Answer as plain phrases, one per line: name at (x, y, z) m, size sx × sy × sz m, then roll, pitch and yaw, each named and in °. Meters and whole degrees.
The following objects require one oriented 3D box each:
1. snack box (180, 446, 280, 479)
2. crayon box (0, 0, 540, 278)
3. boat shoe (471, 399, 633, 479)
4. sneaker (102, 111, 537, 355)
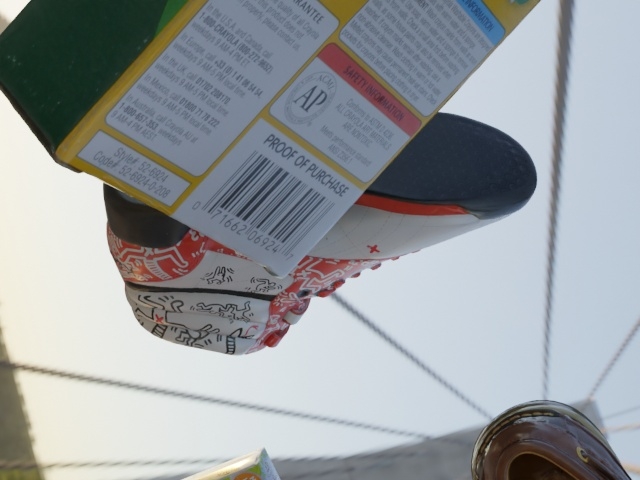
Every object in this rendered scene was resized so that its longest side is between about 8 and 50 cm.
snack box at (-0.084, 0.220, 0.935) m, size 0.037 × 0.141 × 0.100 m, roll -66°, pitch 132°, yaw -75°
crayon box at (0.021, -0.146, 0.632) m, size 0.083 × 0.323 × 0.203 m, roll 49°, pitch 9°, yaw 31°
boat shoe at (0.109, 0.134, 0.435) m, size 0.178 × 0.064 × 0.060 m, roll 55°, pitch 7°, yaw 9°
sneaker at (-0.001, -0.001, 0.853) m, size 0.145 × 0.270 × 0.090 m, roll 91°, pitch -8°, yaw -47°
